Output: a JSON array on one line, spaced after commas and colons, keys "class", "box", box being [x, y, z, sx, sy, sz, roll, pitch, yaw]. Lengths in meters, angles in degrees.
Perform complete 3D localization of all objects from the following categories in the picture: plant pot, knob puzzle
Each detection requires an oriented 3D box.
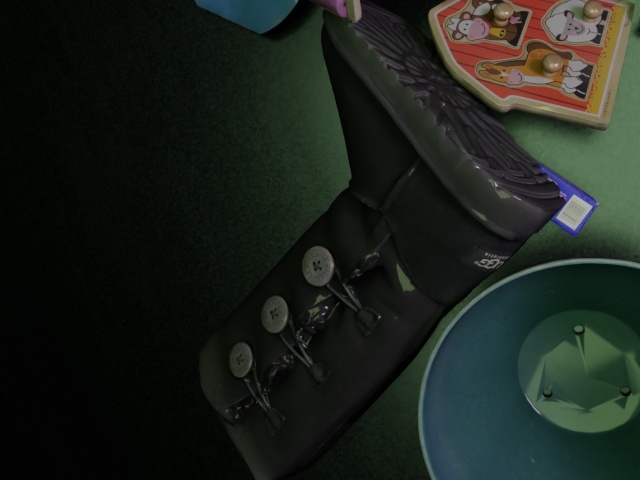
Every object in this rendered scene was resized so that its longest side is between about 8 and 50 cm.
[{"class": "plant pot", "box": [0.256, 0.151, 0.633, 0.290, 0.195, 0.290, 2, 95, 20]}, {"class": "knob puzzle", "box": [0.200, -0.204, 0.649, 0.213, 0.030, 0.213, -1, 60, 2]}]

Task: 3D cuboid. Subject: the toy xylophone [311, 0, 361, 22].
[{"class": "toy xylophone", "box": [0.092, -0.360, 0.645, 0.322, 0.081, 0.236, -34, 47, 1]}]

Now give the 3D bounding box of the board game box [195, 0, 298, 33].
[{"class": "board game box", "box": [-0.081, -0.328, 0.797, 0.168, 0.033, 0.133, 29, 109, 20]}]

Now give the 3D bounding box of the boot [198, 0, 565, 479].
[{"class": "boot", "box": [0.000, 0.001, 0.739, 0.445, 0.146, 0.367, -55, 42, 33]}]

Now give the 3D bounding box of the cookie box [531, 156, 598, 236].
[{"class": "cookie box", "box": [0.230, -0.049, 0.671, 0.091, 0.107, 0.040, 37, 108, 13]}]
